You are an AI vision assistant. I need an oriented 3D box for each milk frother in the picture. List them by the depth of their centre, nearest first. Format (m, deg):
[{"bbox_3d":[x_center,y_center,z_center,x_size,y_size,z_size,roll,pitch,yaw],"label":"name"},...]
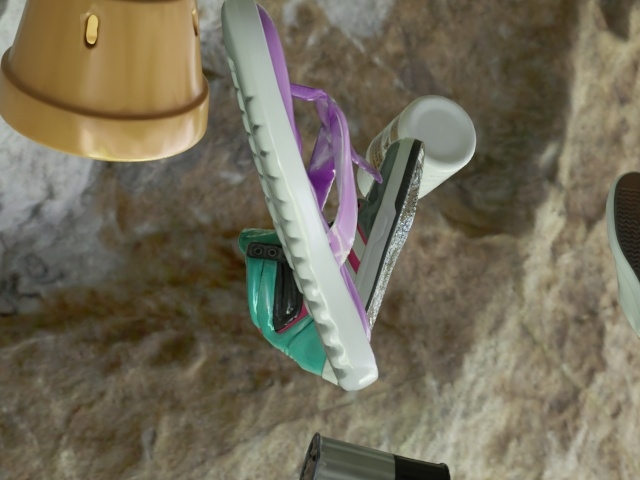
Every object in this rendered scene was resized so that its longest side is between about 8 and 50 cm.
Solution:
[{"bbox_3d":[0.043,0.276,0.908,0.134,0.129,0.143,14,-147,-6],"label":"milk frother"}]

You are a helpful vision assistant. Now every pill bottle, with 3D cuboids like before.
[{"bbox_3d":[0.149,-0.138,1.587,0.131,0.229,0.131,6,-109,-19],"label":"pill bottle"}]

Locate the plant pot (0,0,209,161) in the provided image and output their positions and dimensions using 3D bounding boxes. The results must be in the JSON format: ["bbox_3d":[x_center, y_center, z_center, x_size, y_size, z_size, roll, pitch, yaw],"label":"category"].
[{"bbox_3d":[-0.282,-0.266,1.288,0.291,0.291,0.203,-50,-21,-57],"label":"plant pot"}]

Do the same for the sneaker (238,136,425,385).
[{"bbox_3d":[0.000,0.000,1.111,0.124,0.178,0.296,30,-99,-77],"label":"sneaker"}]

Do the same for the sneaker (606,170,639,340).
[{"bbox_3d":[0.510,0.036,1.546,0.123,0.106,0.290,146,113,-81],"label":"sneaker"}]

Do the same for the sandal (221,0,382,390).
[{"bbox_3d":[0.003,-0.045,0.875,0.169,0.102,0.416,-118,10,-53],"label":"sandal"}]
